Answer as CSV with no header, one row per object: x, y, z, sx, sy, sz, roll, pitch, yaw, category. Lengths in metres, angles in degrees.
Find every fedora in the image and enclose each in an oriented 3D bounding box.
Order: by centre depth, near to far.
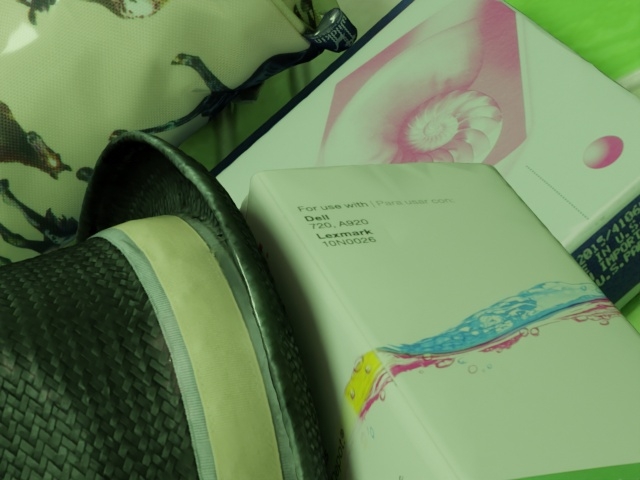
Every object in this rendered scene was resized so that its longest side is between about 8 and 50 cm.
-0.112,0.127,0.768,0.152,0.334,0.334,-7,30,-23,fedora

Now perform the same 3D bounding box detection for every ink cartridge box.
0.056,0.121,0.724,0.117,0.201,0.278,-4,32,-21,ink cartridge box
0.000,0.000,1.016,0.324,0.071,0.330,-42,39,-2,ink cartridge box

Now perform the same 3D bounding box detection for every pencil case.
-0.179,-0.063,1.125,0.410,0.183,0.160,-37,43,12,pencil case
